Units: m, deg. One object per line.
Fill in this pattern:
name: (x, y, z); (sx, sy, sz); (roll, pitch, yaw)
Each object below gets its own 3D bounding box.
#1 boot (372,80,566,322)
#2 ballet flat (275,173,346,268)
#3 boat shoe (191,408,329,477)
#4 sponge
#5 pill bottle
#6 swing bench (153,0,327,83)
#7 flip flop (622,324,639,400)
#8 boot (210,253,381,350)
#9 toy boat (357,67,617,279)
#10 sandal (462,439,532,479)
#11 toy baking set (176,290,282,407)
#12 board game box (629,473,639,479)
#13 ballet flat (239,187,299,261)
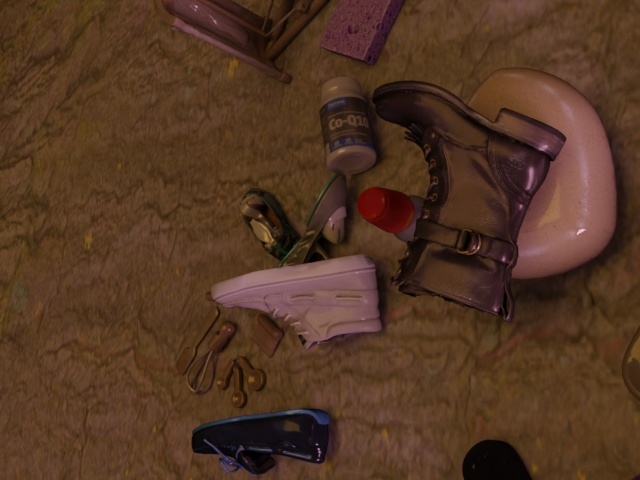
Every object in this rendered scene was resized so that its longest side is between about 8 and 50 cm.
boot: (0.132, -0.048, 0.895); (0.263, 0.091, 0.229); (25, 94, 34)
ballet flat: (0.000, 0.000, 1.219); (0.068, 0.072, 0.213); (36, 105, 16)
boat shoe: (-0.102, 0.308, 1.181); (0.258, 0.109, 0.089); (-20, 67, 40)
sponge: (0.084, -0.395, 1.275); (0.117, 0.031, 0.210); (32, 100, 44)
pill bottle: (0.039, -0.178, 1.216); (0.078, 0.078, 0.137); (-26, 61, 36)
swing bench: (-0.121, -0.439, 1.329); (0.254, 0.253, 0.165); (-56, 47, 14)
flip flop: (0.390, 0.044, 0.810); (0.112, 0.080, 0.277); (34, 101, 44)
boot: (-0.038, 0.101, 1.150); (0.258, 0.095, 0.123); (-11, 84, 21)
toy boat: (0.208, -0.069, 0.995); (0.318, 0.148, 0.267); (-16, 71, 31)
sandal: (0.235, 0.339, 0.883); (0.097, 0.054, 0.254); (-54, 48, 18)
toy baking set: (-0.166, 0.174, 1.335); (0.256, 0.030, 0.196); (5, 81, 44)
board game box: (0.371, 0.287, 0.775); (0.170, 0.048, 0.141); (-44, 52, 25)
ballet flat: (-0.097, -0.036, 1.312); (0.070, 0.070, 0.188); (-57, 46, 14)
